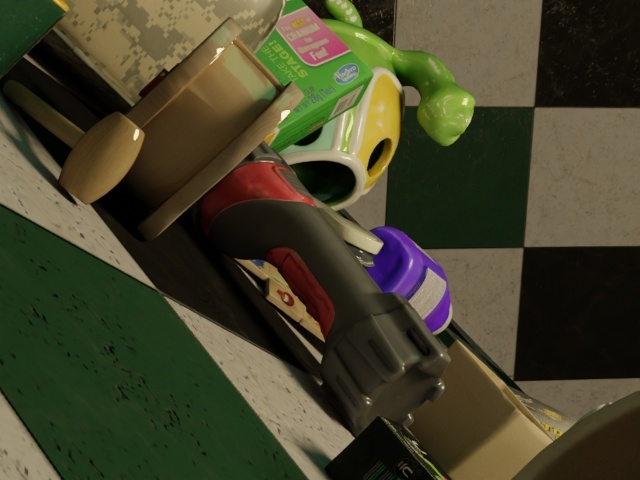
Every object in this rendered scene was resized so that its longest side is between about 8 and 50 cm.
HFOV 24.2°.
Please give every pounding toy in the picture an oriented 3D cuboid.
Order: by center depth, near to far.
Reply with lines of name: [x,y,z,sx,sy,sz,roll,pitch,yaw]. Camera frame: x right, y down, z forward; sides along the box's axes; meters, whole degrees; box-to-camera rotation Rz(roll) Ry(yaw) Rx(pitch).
pounding toy: [-0.119,-0.106,1.072,0.155,0.154,0.269,46,4,-9]

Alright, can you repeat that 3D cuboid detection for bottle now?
bottle: [0.103,0.065,1.897,0.092,0.118,0.283,48,5,23]

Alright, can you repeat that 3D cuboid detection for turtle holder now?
turtle holder: [0.012,-0.149,1.923,0.320,0.243,0.227,9,48,-16]

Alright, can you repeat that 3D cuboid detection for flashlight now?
flashlight: [-0.015,0.035,1.231,0.304,0.103,0.103,55,-25,38]

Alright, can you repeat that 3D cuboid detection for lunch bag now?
lunch bag: [-0.221,-0.273,1.395,0.256,0.212,0.305,26,-14,49]

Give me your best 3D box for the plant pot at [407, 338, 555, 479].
plant pot: [0.143,0.177,1.386,0.109,0.096,0.109,42,5,-47]

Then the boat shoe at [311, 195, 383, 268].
boat shoe: [0.000,0.000,1.731,0.095,0.079,0.254,27,4,-25]

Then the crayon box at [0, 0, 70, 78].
crayon box: [-0.321,-0.253,0.942,0.203,0.083,0.323,50,5,38]

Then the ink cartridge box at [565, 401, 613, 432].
ink cartridge box: [0.267,0.314,0.842,0.395,0.166,0.285,51,6,40]

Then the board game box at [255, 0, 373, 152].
board game box: [-0.130,-0.237,1.745,0.316,0.242,0.064,47,-37,12]

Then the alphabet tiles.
alphabet tiles: [-0.004,0.047,1.445,0.198,0.009,0.237,38,14,-12]

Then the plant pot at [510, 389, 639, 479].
plant pot: [0.175,0.217,0.551,0.256,0.256,0.274,49,-11,29]

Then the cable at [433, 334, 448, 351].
cable: [0.046,0.105,1.575,0.287,0.072,0.139,28,28,-36]

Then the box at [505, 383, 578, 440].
box: [0.250,0.229,1.534,0.231,0.056,0.183,26,13,6]

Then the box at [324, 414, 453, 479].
box: [0.054,0.162,0.957,0.083,0.052,0.062,47,4,21]
